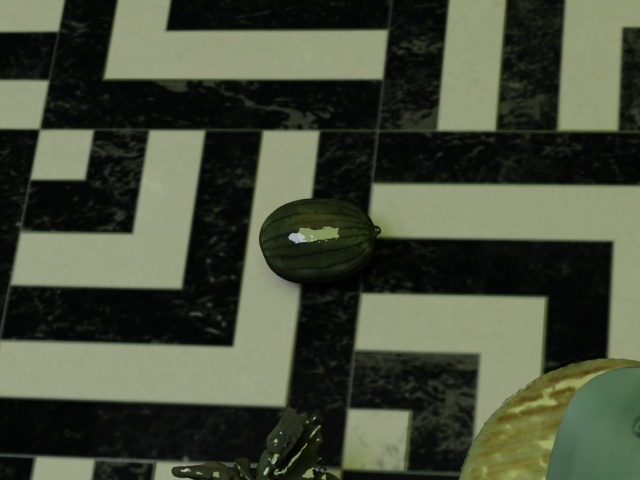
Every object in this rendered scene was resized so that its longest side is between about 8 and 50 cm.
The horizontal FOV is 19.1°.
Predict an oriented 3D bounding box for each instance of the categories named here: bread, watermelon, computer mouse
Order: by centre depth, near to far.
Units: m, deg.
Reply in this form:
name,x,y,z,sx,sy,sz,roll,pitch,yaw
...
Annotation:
name,x,y,z,sx,sy,sz,roll,pitch,yaw
computer mouse,0.247,0.232,1.469,0.160,0.097,0.288,7,66,12
bread,0.236,0.225,1.551,0.267,0.040,0.267,-5,64,10
watermelon,0.000,0.000,1.692,0.111,0.078,0.078,-1,64,9

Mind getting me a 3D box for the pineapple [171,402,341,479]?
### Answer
name,x,y,z,sx,sy,sz,roll,pitch,yaw
pineapple,-0.131,0.278,1.549,0.361,0.175,0.175,-30,61,-19
